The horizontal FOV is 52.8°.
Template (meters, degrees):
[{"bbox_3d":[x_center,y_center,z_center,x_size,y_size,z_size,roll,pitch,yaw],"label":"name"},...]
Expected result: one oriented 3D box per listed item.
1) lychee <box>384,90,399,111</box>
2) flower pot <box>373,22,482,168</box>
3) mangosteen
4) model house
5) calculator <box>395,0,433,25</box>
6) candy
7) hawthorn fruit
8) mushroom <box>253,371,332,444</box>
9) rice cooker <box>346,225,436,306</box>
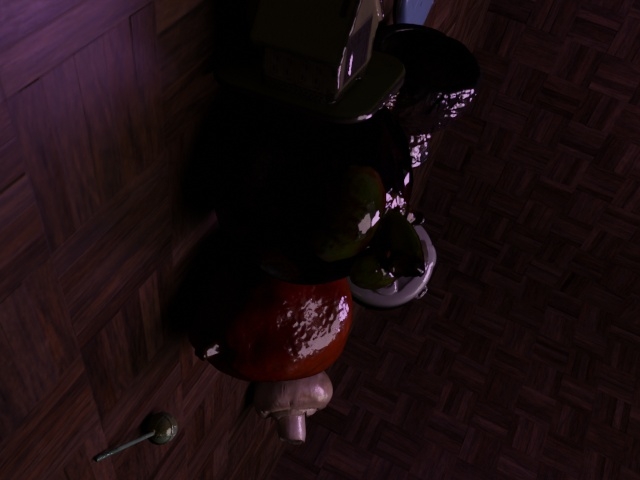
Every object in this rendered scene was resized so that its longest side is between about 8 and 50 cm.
[{"bbox_3d":[0.073,-0.293,1.233,0.171,0.171,0.171,-60,167,-23],"label":"lychee"},{"bbox_3d":[0.206,-0.322,1.505,0.266,0.267,0.267,-56,170,-39],"label":"flower pot"},{"bbox_3d":[0.017,-0.076,0.925,0.306,0.360,0.305,-19,116,-43],"label":"mangosteen"},{"bbox_3d":[0.004,-0.311,0.757,0.204,0.219,0.278,-55,160,-46],"label":"model house"},{"bbox_3d":[0.242,-0.604,1.598,0.188,0.042,0.303,-67,165,8],"label":"calculator"},{"bbox_3d":[-0.314,0.341,1.096,0.061,0.061,0.202,-67,160,10],"label":"candy"},{"bbox_3d":[-0.100,0.127,1.108,0.307,0.265,0.265,-25,142,-42],"label":"hawthorn fruit"},{"bbox_3d":[-0.078,0.480,1.899,0.260,0.254,0.234,8,65,-43],"label":"mushroom"},{"bbox_3d":[0.199,0.065,2.100,0.335,0.335,0.325,-64,172,-7],"label":"rice cooker"}]
